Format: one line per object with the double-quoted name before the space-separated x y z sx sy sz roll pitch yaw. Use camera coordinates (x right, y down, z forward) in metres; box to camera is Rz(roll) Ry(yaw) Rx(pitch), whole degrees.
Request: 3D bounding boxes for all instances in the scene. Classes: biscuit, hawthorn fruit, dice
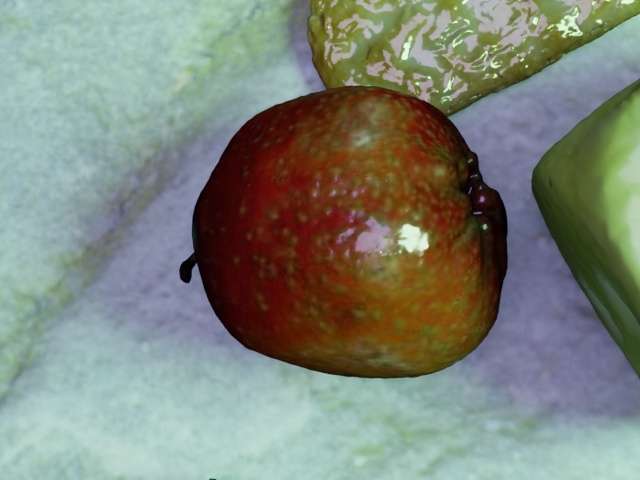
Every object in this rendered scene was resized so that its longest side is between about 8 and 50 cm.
"biscuit" 0.108 -0.156 0.596 0.247 0.029 0.118 -29 81 5
"hawthorn fruit" 0.000 0.000 0.543 0.194 0.157 0.157 -9 82 26
"dice" 0.214 -0.008 0.491 0.166 0.169 0.169 -32 80 4

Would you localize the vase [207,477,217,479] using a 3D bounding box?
"vase" 0.016 0.206 0.548 0.214 0.086 0.086 26 88 15
